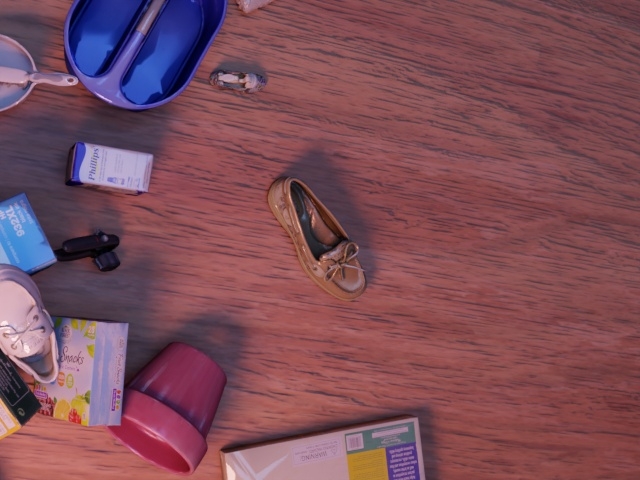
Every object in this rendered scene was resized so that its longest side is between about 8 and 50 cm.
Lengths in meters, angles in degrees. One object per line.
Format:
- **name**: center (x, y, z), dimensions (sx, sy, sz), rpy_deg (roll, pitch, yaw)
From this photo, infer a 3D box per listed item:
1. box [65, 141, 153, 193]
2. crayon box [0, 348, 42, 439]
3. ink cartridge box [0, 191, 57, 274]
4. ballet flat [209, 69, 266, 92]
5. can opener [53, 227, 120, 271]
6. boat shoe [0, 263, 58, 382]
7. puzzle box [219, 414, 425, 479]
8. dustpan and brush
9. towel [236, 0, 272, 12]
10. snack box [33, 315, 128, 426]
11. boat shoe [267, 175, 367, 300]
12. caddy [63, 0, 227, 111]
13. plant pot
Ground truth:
- **box**: center (-0.380, -0.126, 1.767), dimensions (0.137, 0.126, 0.072), rpy_deg (9, 86, -19)
- **crayon box**: center (-0.646, 0.272, 1.614), dimensions (0.323, 0.083, 0.203), rpy_deg (-29, 99, 17)
- **ink cartridge box**: center (-0.607, 0.049, 1.621), dimensions (0.307, 0.223, 0.129), rpy_deg (-26, 95, -19)
- **ballet flat**: center (-0.156, -0.308, 1.904), dimensions (0.114, 0.041, 0.041), rpy_deg (1, 87, -21)
- **can opener**: center (-0.406, 0.013, 1.734), dimensions (0.073, 0.186, 0.059), rpy_deg (45, 100, 13)
- **boat shoe**: center (-0.469, 0.139, 1.568), dimensions (0.098, 0.277, 0.096), rpy_deg (-31, 59, -13)
- **puzzle box**: center (0.017, 0.507, 1.921), dimensions (0.409, 0.052, 0.272), rpy_deg (-6, 89, -21)
- **dustpan and brush**: center (-0.520, -0.285, 1.719), dimensions (0.211, 0.060, 0.147), rpy_deg (7, 86, 1)
- **towel**: center (-0.140, -0.600, 1.922), dimensions (0.187, 0.049, 0.282), rpy_deg (-31, 99, -18)
- **snack box**: center (-0.414, 0.219, 1.691), dimensions (0.070, 0.207, 0.174), rpy_deg (8, 85, -43)
- **boat shoe**: center (0.000, 0.000, 1.919), dimensions (0.104, 0.089, 0.285), rpy_deg (-41, 102, -18)
- **caddy**: center (-0.317, -0.392, 1.776), dimensions (0.241, 0.179, 0.341), rpy_deg (30, 77, -17)
- **plant pot**: center (-0.267, 0.290, 1.764), dimensions (0.201, 0.201, 0.180), rpy_deg (40, 59, -14)
